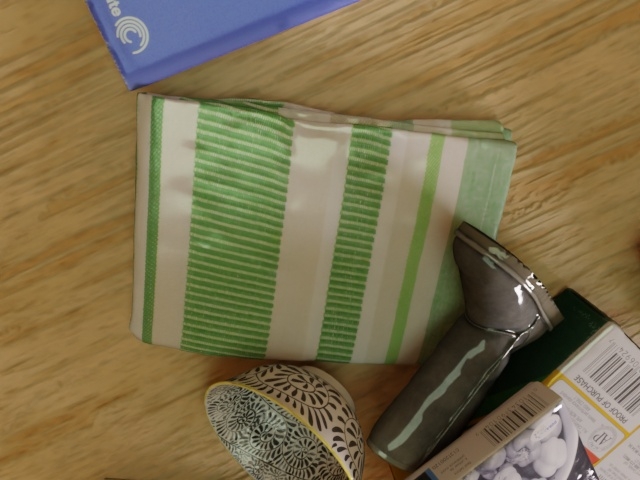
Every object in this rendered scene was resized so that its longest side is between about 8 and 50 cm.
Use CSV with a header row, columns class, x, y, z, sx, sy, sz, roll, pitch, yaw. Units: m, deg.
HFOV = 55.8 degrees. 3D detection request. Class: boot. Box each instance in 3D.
class,x,y,z,sx,sy,sz,roll,pitch,yaw
boot,0.113,0.106,0.543,0.208,0.076,0.190,-44,126,5

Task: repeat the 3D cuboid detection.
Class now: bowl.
class,x,y,z,sx,sy,sz,roll,pitch,yaw
bowl,-0.019,0.171,0.566,0.170,0.080,0.170,23,135,25

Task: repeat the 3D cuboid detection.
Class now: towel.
class,x,y,z,sx,sy,sz,roll,pitch,yaw
towel,0.000,0.000,0.544,0.325,0.038,0.247,4,111,-12

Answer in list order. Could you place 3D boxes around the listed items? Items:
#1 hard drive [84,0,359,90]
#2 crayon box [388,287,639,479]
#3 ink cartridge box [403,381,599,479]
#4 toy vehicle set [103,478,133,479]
class,x,y,z,sx,sy,sz,roll,pitch,yaw
hard drive,-0.035,-0.266,0.433,0.319,0.040,0.210,-22,113,0
crayon box,0.222,0.233,0.640,0.203,0.083,0.323,40,100,-20
ink cartridge box,0.165,0.267,0.555,0.206,0.045,0.208,-35,113,-9
toy vehicle set,-0.128,0.315,0.518,0.166,0.267,0.035,9,108,-11
